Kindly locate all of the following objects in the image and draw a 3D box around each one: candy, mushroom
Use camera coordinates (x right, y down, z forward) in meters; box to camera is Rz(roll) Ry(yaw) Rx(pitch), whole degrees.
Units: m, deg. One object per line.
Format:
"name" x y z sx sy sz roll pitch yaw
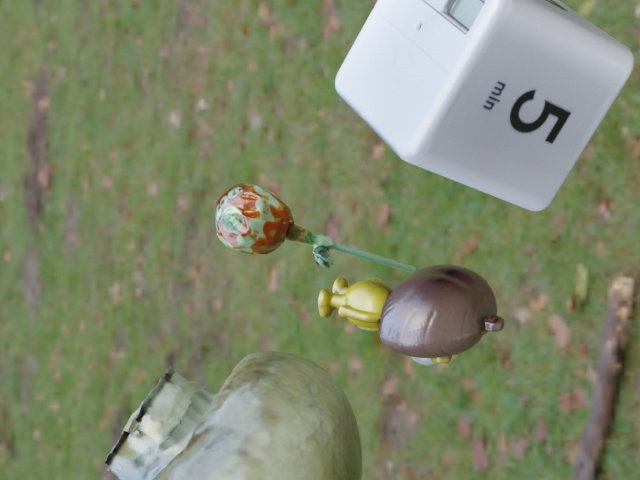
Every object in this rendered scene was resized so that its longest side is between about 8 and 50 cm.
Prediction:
"candy" -0.001 0.001 1.708 0.084 0.287 0.078 21 93 55
"mushroom" -0.108 0.274 1.553 0.352 0.260 0.352 -52 0 -1

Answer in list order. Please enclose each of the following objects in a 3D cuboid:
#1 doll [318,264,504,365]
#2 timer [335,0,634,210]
"doll" 0.100 0.072 1.507 0.188 0.145 0.096 15 113 47
"timer" 0.164 -0.171 1.480 0.194 0.195 0.192 -60 35 16
